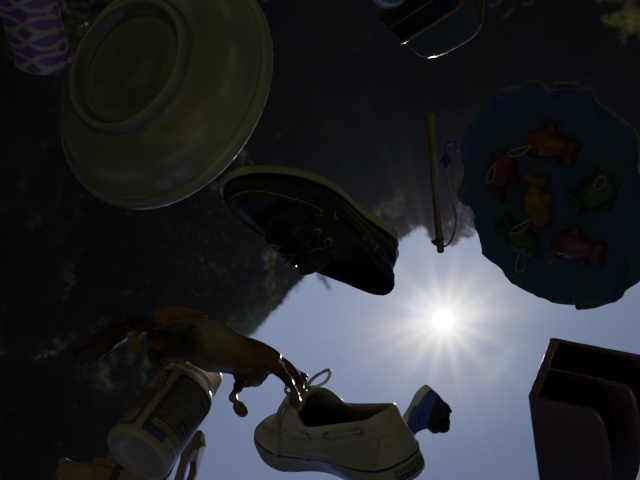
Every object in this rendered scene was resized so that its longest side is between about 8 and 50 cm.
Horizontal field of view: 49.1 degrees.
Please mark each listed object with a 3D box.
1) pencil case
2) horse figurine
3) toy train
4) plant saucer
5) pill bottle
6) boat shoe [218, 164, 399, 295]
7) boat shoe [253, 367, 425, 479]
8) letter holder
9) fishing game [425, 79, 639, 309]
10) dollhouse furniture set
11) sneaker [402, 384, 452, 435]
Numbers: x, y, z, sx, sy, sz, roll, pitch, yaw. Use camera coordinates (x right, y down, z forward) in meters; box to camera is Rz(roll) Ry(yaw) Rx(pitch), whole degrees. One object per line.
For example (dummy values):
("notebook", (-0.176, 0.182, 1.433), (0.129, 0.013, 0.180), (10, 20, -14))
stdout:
("pencil case", (-0.382, -0.321, 0.931), (0.086, 0.206, 0.088), (15, -137, 11))
("horse figurine", (-0.124, 0.126, 0.768), (0.174, 0.263, 0.066), (-115, -135, -78))
("toy train", (0.135, -0.400, 0.922), (0.142, 0.190, 0.334), (-23, -136, 41))
("plant saucer", (-0.266, -0.250, 1.061), (0.401, 0.400, 0.100), (-17, 159, 20))
("pill bottle", (-0.171, 0.193, 0.795), (0.078, 0.078, 0.137), (-12, -154, 31))
("boat shoe", (-0.003, 0.002, 0.997), (0.127, 0.340, 0.113), (-22, -122, 30))
("boat shoe", (-0.005, 0.270, 1.078), (0.136, 0.156, 0.367), (-24, -172, -33))
("letter holder", (0.519, 0.353, 1.283), (0.214, 0.301, 0.152), (8, -138, 32))
("fishing game", (0.172, -0.031, 0.542), (0.041, 0.189, 0.264), (-22, -151, -31))
("dollhouse furniture set", (-0.264, 0.265, 0.905), (0.182, 0.161, 0.101), (7, -118, 14))
("sneaker", (0.209, 0.367, 1.396), (0.058, 0.152, 0.084), (-13, -138, -46))
